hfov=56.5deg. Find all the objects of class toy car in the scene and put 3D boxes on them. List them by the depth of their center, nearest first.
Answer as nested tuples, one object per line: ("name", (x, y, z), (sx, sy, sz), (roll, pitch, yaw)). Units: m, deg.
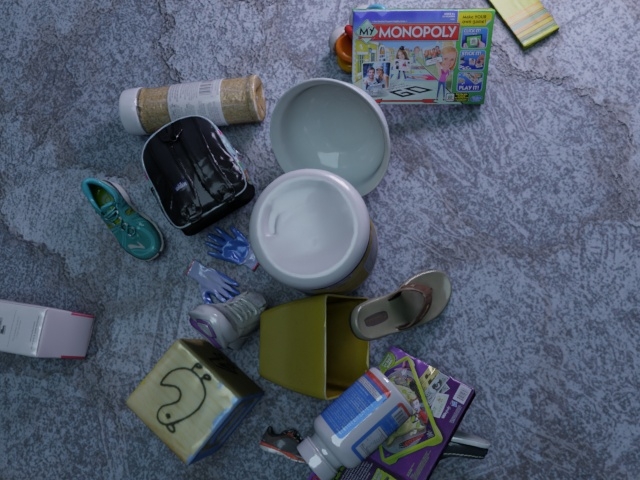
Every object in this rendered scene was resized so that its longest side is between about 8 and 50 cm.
("toy car", (0.110, -0.501, 1.458), (0.159, 0.136, 0.182), (44, 90, 14))

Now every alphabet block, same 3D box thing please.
("alphabet block", (-0.277, 0.355, 1.345), (0.197, 0.193, 0.192), (38, 87, 14))

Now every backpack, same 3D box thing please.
("backpack", (-0.298, -0.163, 1.441), (0.225, 0.191, 0.253), (-32, 84, 0))

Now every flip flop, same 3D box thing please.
("flip flop", (0.189, 0.141, 1.312), (0.277, 0.080, 0.112), (-17, 81, -29))

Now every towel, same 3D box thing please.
("towel", (0.480, -0.586, 1.472), (0.102, 0.021, 0.237), (-29, 75, -2))

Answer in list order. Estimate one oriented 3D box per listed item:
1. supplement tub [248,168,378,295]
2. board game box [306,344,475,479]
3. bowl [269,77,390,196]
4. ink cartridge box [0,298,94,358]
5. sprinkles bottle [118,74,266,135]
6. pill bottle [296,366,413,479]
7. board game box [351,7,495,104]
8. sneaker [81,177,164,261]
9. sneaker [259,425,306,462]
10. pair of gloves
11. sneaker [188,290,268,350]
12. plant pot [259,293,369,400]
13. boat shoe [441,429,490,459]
("supplement tub", (0.000, 0.000, 1.288), (0.241, 0.331, 0.240), (-2, 80, 9))
("board game box", (0.146, 0.410, 1.230), (0.208, 0.056, 0.346), (27, 70, 26))
("bowl", (0.040, -0.251, 1.399), (0.298, 0.134, 0.297), (12, 125, 18))
("ink cartridge box", (-0.736, 0.208, 1.443), (0.283, 0.207, 0.117), (7, 80, 12))
("sprinkles bottle", (-0.323, -0.342, 1.513), (0.356, 0.121, 0.121), (-4, 79, 9))
("pill bottle", (0.064, 0.368, 1.181), (0.221, 0.124, 0.124), (-39, 76, -9))
("board game box", (0.231, -0.427, 1.389), (0.318, 0.046, 0.213), (0, 118, 1))
("sneaker", (-0.507, -0.053, 1.500), (0.275, 0.110, 0.107), (44, 89, 13))
("sneaker", (-0.061, 0.464, 1.358), (0.158, 0.061, 0.064), (13, 76, 11))
("pair of gloves", (-0.242, 0.066, 1.478), (0.159, 0.023, 0.198), (32, 86, 14))
("sneaker", (-0.195, 0.159, 1.311), (0.114, 0.305, 0.152), (43, 84, 8))
("plant pot", (-0.019, 0.231, 1.319), (0.187, 0.212, 0.212), (-5, 81, 29))
("boat shoe", (0.210, 0.444, 1.292), (0.303, 0.114, 0.091), (4, 80, 23))
